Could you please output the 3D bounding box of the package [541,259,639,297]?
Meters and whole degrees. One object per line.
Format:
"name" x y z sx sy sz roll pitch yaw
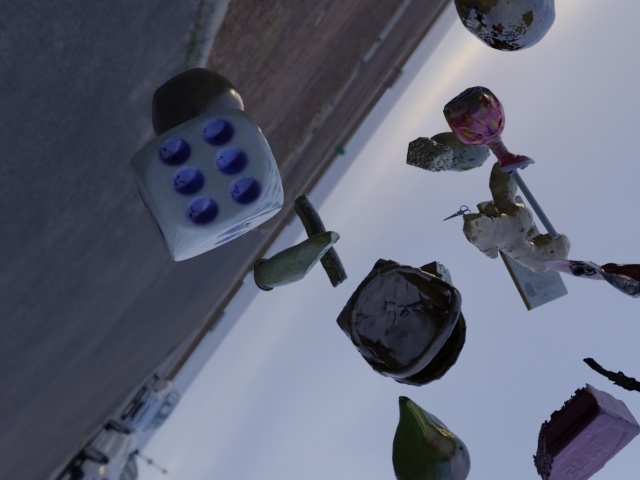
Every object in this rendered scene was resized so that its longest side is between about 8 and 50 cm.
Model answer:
"package" 0.644 0.078 1.581 0.269 0.194 0.071 18 -100 43

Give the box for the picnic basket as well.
"picnic basket" 0.235 0.219 1.812 0.293 0.337 0.337 -55 -179 -6

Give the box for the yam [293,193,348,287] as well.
"yam" 0.000 0.000 2.325 0.067 0.317 0.071 -26 174 -1

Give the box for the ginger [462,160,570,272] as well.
"ginger" 0.537 -0.018 2.031 0.348 0.363 0.122 -40 -164 -36

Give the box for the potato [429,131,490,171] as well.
"potato" 0.425 -0.278 2.263 0.251 0.149 0.113 -16 145 -32

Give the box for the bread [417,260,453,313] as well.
"bread" 0.327 0.190 2.408 0.252 0.196 0.238 -25 168 20

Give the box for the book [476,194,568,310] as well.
"book" 0.680 0.033 2.417 0.269 0.388 0.032 -13 164 -45

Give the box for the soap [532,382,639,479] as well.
"soap" 0.587 0.456 1.644 0.250 0.162 0.099 -55 -151 24

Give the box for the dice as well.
"dice" -0.276 -0.133 1.758 0.304 0.276 0.304 -24 176 -14

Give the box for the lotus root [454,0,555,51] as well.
"lotus root" 0.325 -0.425 1.290 0.314 0.169 0.141 12 103 -61

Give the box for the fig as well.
"fig" 0.267 0.527 1.894 0.206 0.275 0.206 -26 180 0

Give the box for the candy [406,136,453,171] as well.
"candy" 0.276 -0.214 1.825 0.095 0.110 0.085 -17 125 -32

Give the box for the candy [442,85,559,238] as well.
"candy" 0.390 -0.160 1.507 0.124 0.365 0.124 -28 168 -7

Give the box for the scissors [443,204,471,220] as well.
"scissors" 0.372 -0.070 1.976 0.083 0.036 0.006 -25 151 -11

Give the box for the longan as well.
"longan" -0.350 -0.367 2.129 0.288 0.288 0.350 -54 -173 20

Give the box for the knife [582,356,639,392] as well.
"knife" 0.674 0.313 1.582 0.021 0.222 0.045 2 116 -44

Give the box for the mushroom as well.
"mushroom" -0.074 0.066 2.130 0.333 0.107 0.087 -23 177 36
